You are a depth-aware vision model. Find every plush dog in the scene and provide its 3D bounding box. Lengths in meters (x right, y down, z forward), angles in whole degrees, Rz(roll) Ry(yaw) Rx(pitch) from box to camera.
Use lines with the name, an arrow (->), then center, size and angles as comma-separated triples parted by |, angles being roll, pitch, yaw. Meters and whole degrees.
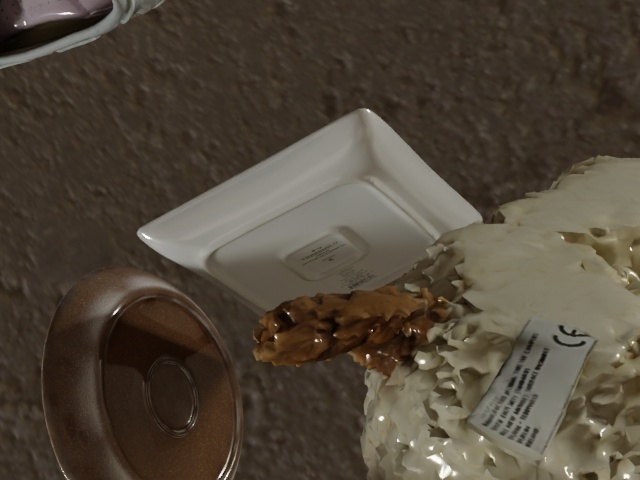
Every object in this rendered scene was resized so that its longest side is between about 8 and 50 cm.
plush dog -> 0.082, 0.113, 0.533 | 0.210, 0.262, 0.225 | -6, 116, -14

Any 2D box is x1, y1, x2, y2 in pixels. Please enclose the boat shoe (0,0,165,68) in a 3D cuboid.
boat shoe -> -0.251, -0.183, 1.079 | 0.103, 0.320, 0.118 | -57, 135, -47

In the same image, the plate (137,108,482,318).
plate -> 0.000, 0.000, 1.469 | 0.277, 0.045, 0.278 | -28, 145, 19

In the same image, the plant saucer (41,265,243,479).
plant saucer -> -0.174, 0.173, 1.530 | 0.050, 0.311, 0.310 | -17, 128, 32
